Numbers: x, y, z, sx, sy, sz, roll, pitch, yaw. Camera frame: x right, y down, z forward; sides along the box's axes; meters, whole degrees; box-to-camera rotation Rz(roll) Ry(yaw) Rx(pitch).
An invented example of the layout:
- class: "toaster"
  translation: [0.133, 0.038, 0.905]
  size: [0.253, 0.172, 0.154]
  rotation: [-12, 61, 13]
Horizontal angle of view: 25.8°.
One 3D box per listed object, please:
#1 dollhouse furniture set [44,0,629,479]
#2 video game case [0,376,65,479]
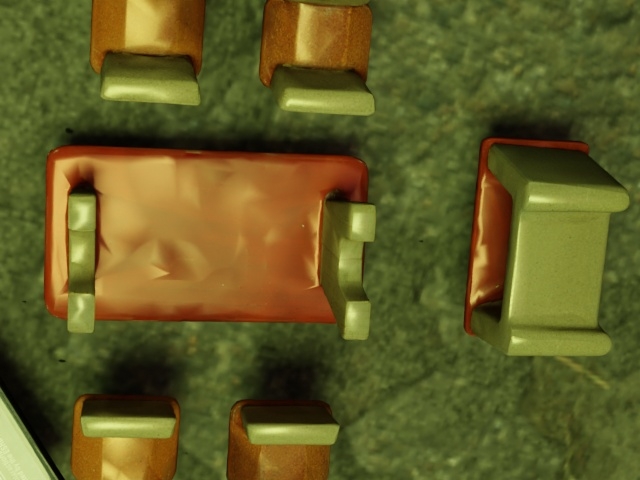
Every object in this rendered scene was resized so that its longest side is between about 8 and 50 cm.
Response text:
- class: "dollhouse furniture set"
  translation: [0.000, 0.000, 0.665]
  size: [0.259, 0.135, 0.261]
  rotation: [2, 102, -10]
- class: "video game case"
  translation: [-0.284, 0.105, 0.634]
  size: [0.274, 0.026, 0.196]
  rotation: [-31, 95, -6]
